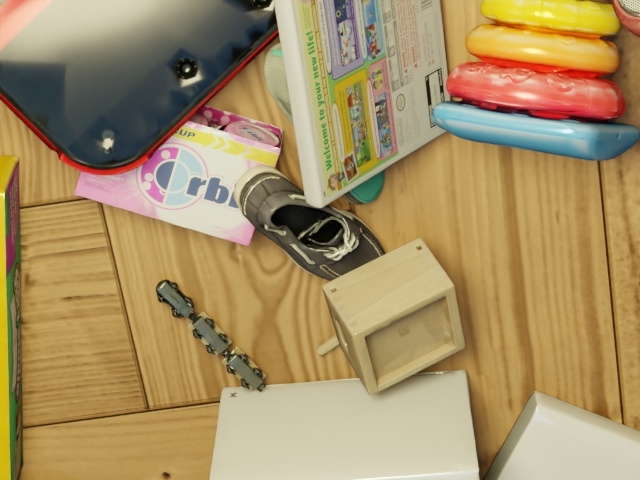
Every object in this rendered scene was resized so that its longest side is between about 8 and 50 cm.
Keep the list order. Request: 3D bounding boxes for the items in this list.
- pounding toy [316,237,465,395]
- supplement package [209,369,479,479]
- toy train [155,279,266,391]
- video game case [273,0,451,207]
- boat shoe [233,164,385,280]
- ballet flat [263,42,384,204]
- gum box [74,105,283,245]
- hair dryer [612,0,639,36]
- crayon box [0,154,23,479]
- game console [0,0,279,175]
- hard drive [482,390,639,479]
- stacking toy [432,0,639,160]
[{"bbox_3d":[0.061,0.079,1.615,0.130,0.100,0.141,-26,142,-8],"label":"pounding toy"},{"bbox_3d":[0.029,0.247,1.639,0.262,0.204,0.145,-5,114,3],"label":"supplement package"},{"bbox_3d":[-0.113,0.098,1.665,0.027,0.036,0.158,-43,107,-2],"label":"toy train"},{"bbox_3d":[0.043,-0.163,1.475,0.023,0.193,0.212,19,129,40],"label":"video game case"},{"bbox_3d":[0.000,0.000,1.568,0.075,0.065,0.206,-50,131,6],"label":"boat shoe"},{"bbox_3d":[0.003,-0.115,1.541,0.068,0.072,0.213,22,157,33],"label":"ballet flat"},{"bbox_3d":[-0.142,-0.078,1.571,0.188,0.062,0.107,16,112,-7],"label":"gum box"},{"bbox_3d":[0.299,-0.281,1.422,0.080,0.223,0.293,-2,140,29],"label":"hair dryer"},{"bbox_3d":[-0.462,0.092,1.626,0.313,0.106,0.362,3,114,-1],"label":"crayon box"},{"bbox_3d":[-0.176,-0.283,1.451,0.386,0.060,0.342,-43,102,4],"label":"game console"},{"bbox_3d":[0.340,0.323,1.757,0.353,0.047,0.233,22,113,-10],"label":"hard drive"},{"bbox_3d":[0.211,-0.232,1.463,0.166,0.175,0.301,12,100,27],"label":"stacking toy"}]
